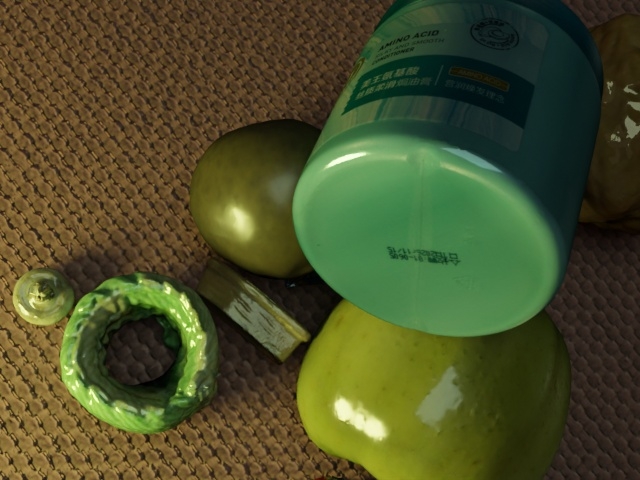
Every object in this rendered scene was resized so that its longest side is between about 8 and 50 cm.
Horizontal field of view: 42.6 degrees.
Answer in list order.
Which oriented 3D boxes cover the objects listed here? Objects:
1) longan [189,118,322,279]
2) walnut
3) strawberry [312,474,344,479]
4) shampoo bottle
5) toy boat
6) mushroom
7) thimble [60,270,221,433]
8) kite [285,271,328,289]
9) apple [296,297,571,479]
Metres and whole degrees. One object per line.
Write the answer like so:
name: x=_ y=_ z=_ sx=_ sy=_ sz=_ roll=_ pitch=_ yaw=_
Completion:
longan: x=-0.070 y=-0.066 z=1.188 sx=0.248 sy=0.248 sz=0.248 roll=3 pitch=74 yaw=-9
walnut: x=0.477 y=-0.186 z=1.276 sx=0.306 sy=0.306 sz=0.344 roll=8 pitch=76 yaw=-7
strawberry: x=0.009 y=0.399 z=1.115 sx=0.131 sy=0.131 sz=0.148 roll=43 pitch=64 yaw=4
shampoo bottle: x=0.168 y=-0.103 z=1.033 sx=0.331 sy=0.331 sz=0.343 roll=26 pitch=52 yaw=-1
toy boat: x=-0.104 y=0.103 z=1.186 sx=0.188 sy=0.116 sz=0.061 roll=39 pitch=78 yaw=2
mushroom: x=-0.394 y=0.077 z=1.162 sx=0.085 sy=0.079 sz=0.085 roll=2 pitch=77 yaw=-8
thimble: x=-0.240 y=0.158 z=1.128 sx=0.218 sy=0.150 sz=0.219 roll=2 pitch=73 yaw=-8
kite: x=0.000 y=0.000 z=1.287 sx=0.232 sy=0.009 sz=0.189 roll=40 pitch=72 yaw=3
apple: x=0.167 y=0.191 z=1.168 sx=0.320 sy=0.311 sz=0.360 roll=48 pitch=67 yaw=-23
